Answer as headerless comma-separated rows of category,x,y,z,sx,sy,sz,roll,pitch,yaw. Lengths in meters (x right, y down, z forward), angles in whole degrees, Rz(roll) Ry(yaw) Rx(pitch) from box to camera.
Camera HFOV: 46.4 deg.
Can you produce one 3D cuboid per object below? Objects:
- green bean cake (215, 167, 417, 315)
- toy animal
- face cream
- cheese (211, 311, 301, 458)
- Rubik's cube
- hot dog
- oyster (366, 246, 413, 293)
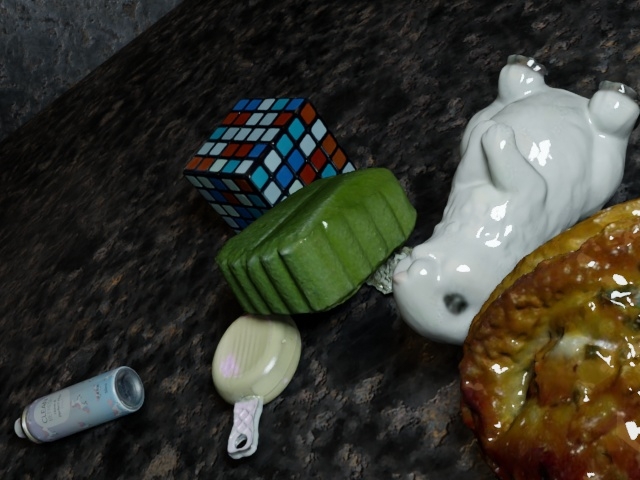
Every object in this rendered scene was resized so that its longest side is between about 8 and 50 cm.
green bean cake,0.000,0.000,1.046,0.248,0.125,0.222,-41,18,-34
toy animal,0.223,-0.026,0.885,0.193,0.258,0.357,22,76,37
face cream,-0.393,0.270,1.194,0.229,0.075,0.075,-23,39,20
cheese,-0.094,0.194,1.031,0.137,0.064,0.228,-23,37,25
Rubik's cube,-0.081,-0.114,1.250,0.184,0.182,0.187,6,54,45
hot dog,0.307,0.107,0.681,0.387,0.174,0.267,-23,62,21
oyster,0.099,0.040,1.054,0.100,0.037,0.098,-10,44,33
